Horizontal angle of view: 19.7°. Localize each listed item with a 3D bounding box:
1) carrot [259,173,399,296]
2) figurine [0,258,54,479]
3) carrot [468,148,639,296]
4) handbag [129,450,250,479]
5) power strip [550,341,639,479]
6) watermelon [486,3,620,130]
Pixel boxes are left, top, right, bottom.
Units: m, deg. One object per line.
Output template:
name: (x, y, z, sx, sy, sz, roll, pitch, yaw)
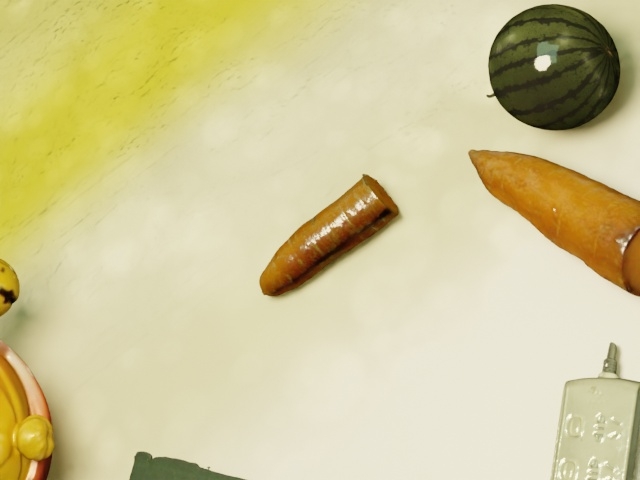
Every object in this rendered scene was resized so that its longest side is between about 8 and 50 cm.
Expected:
carrot: (0.000, 0.000, 1.592, 0.139, 0.048, 0.048, -37, 56, 10)
figurine: (-0.360, 0.161, 1.626, 0.320, 0.196, 0.323, -46, 49, -1)
carrot: (0.192, -0.029, 1.491, 0.205, 0.072, 0.072, 31, 85, 36)
handbag: (-0.079, 0.314, 1.475, 0.260, 0.079, 0.247, 10, 77, 35)
power strip: (0.206, 0.195, 1.406, 0.060, 0.027, 0.253, 0, 69, 28)
watermelon: (0.184, -0.140, 1.527, 0.133, 0.105, 0.105, -15, 60, 48)
